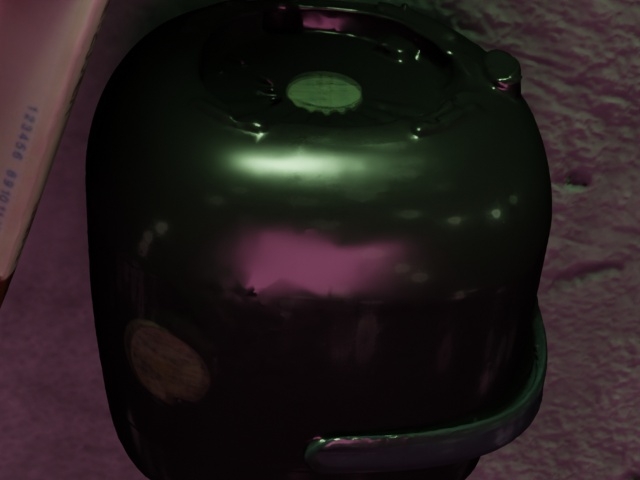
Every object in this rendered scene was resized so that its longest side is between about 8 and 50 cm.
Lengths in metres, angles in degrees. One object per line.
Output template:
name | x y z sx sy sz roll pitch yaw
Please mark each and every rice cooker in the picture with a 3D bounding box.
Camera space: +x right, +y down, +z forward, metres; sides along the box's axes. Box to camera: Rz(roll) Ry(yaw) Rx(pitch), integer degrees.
rice cooker | 0.000 0.000 0.943 0.267 0.267 0.224 1 122 -7

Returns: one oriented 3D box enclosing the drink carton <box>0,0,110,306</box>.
drink carton | -0.168 -0.136 0.775 0.132 0.324 0.194 15 122 -18
